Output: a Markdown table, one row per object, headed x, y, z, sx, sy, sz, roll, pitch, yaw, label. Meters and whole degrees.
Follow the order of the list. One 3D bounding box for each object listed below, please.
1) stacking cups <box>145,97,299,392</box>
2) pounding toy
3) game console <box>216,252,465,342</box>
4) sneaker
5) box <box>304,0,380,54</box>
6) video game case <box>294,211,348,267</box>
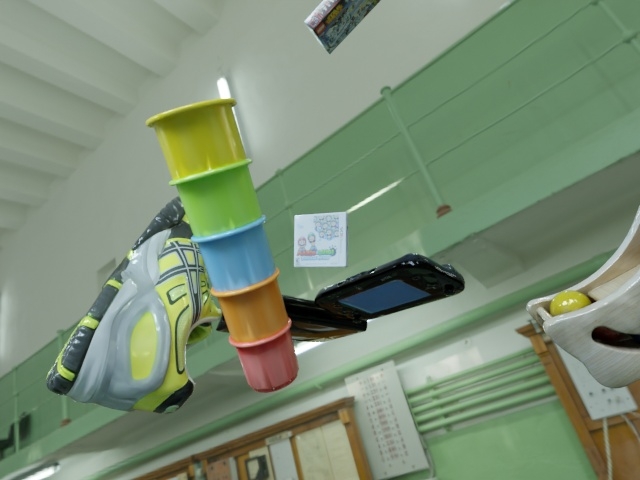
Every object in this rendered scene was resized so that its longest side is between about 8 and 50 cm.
| x | y | z | sx | sy | sz | roll | pitch | yaw | label |
| --- | --- | --- | --- | --- | --- | --- | --- | --- | --- |
| -0.090 | 0.016 | 0.484 | 0.095 | 0.317 | 0.096 | -15 | 11 | 3 | stacking cups |
| 0.364 | 0.049 | 0.449 | 0.269 | 0.154 | 0.155 | -28 | 4 | 13 | pounding toy |
| 0.021 | 0.091 | 0.631 | 0.213 | 0.044 | 0.361 | 16 | -29 | -35 | game console |
| -0.215 | 0.073 | 0.620 | 0.147 | 0.385 | 0.145 | 34 | -60 | -19 | sneaker |
| 0.043 | -0.403 | 0.778 | 0.137 | 0.027 | 0.094 | -43 | -15 | 12 | box |
| 0.000 | 0.000 | 1.192 | 0.157 | 0.143 | 0.019 | -2 | -5 | 28 | video game case |
